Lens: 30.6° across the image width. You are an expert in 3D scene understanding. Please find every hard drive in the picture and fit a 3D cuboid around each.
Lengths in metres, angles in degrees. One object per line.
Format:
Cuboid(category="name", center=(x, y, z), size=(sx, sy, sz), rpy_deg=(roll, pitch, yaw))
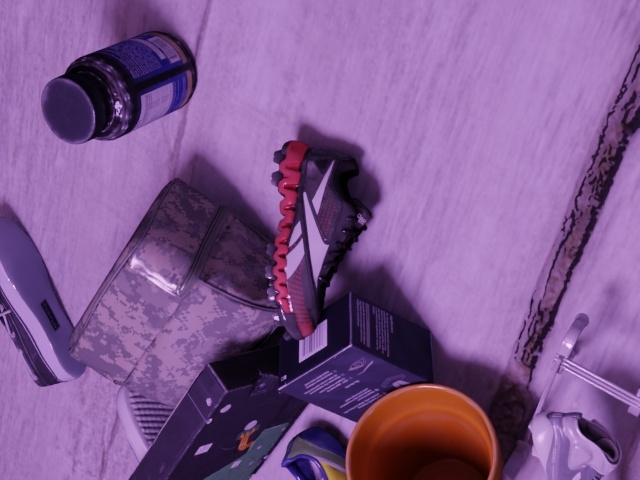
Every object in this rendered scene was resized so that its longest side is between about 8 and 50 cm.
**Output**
Cuboid(category="hard drive", center=(-0.142, 0.286, 1.754), size=(0.064, 0.237, 0.339), rpy_deg=(52, 128, 26))

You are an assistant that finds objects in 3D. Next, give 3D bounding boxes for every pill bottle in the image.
Cuboid(category="pill bottle", center=(-0.281, -0.211, 1.632), size=(0.123, 0.219, 0.122), rpy_deg=(13, 118, 27))

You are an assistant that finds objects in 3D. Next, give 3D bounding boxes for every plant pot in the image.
Cuboid(category="plant pot", center=(0.157, 0.328, 1.610), size=(0.205, 0.205, 0.188), rpy_deg=(14, 155, 26))

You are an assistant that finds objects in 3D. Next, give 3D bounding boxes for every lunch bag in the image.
Cuboid(category="lunch bag", center=(-0.194, 0.100, 1.728), size=(0.256, 0.212, 0.305), rpy_deg=(32, 127, -8))

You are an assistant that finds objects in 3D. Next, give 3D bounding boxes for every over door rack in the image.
Cuboid(category="over door rack", center=(0.386, 0.255, 1.517), size=(0.240, 0.108, 0.324), rpy_deg=(30, 138, 17))

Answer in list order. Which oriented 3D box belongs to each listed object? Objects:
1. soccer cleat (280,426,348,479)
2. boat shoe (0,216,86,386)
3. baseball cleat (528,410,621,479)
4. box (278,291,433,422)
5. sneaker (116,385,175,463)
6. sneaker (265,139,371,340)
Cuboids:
Cuboid(category="soccer cleat", center=(0.045, 0.416, 1.776), size=(0.289, 0.121, 0.093), rpy_deg=(51, 127, 2))
Cuboid(category="boat shoe", center=(-0.510, 0.110, 1.985), size=(0.105, 0.113, 0.306), rpy_deg=(-18, 110, 21))
Cuboid(category="baseball cleat", center=(0.332, 0.301, 1.465), size=(0.109, 0.072, 0.206), rpy_deg=(-8, 122, 36))
Cuboid(category="box", center=(0.049, 0.167, 1.634), size=(0.158, 0.093, 0.156), rpy_deg=(28, 135, -31))
Cuboid(category="sneaker", center=(-0.257, 0.402, 1.948), size=(0.150, 0.135, 0.366), rpy_deg=(-26, 95, 34))
Cuboid(category="sneaker", center=(0.000, 0.000, 1.588), size=(0.135, 0.097, 0.276), rpy_deg=(2, 81, 11))
